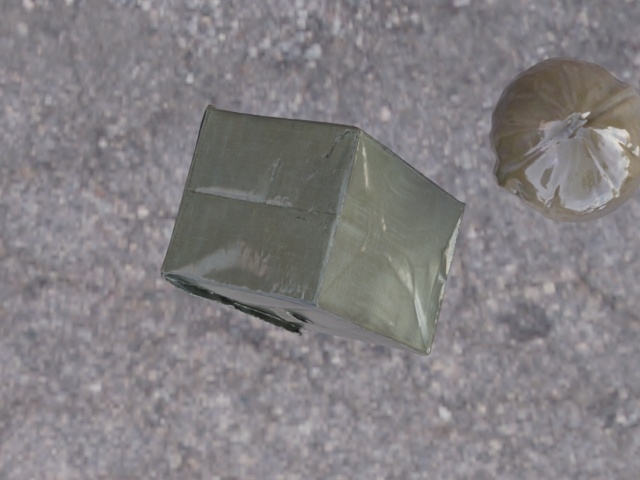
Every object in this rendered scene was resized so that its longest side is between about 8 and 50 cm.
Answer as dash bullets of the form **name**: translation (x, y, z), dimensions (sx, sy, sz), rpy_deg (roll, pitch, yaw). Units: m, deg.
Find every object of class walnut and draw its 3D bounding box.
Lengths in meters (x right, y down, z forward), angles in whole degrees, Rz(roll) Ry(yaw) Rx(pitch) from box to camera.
- **walnut**: translation (0.207, -0.084, 1.166), dimensions (0.140, 0.162, 0.140), rpy_deg (3, 100, 18)

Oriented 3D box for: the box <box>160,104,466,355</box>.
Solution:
- **box**: translation (0.000, 0.000, 1.178), dimensions (0.149, 0.155, 0.231), rpy_deg (10, 170, 29)
